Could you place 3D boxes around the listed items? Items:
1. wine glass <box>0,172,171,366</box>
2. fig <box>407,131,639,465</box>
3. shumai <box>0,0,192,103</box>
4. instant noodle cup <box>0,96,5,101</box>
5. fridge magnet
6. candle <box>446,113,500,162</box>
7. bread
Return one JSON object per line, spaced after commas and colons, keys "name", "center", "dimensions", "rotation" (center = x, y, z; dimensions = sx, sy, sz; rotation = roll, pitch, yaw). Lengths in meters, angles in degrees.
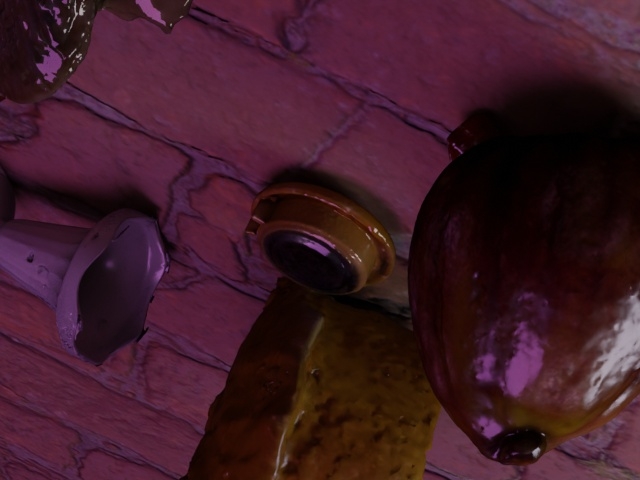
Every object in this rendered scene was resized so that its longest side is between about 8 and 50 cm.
{"name": "wine glass", "center": [-0.275, 0.023, 1.754], "dimensions": [0.196, 0.165, 0.165], "rotation": [19, 153, 20]}
{"name": "fig", "center": [0.175, 0.031, 1.307], "dimensions": [0.224, 0.263, 0.224], "rotation": [36, -168, -9]}
{"name": "shumai", "center": [-0.184, -0.211, 1.289], "dimensions": [0.153, 0.210, 0.161], "rotation": [-11, -171, -36]}
{"name": "instant noodle cup", "center": [-0.353, -0.229, 1.441], "dimensions": [0.274, 0.091, 0.274], "rotation": [19, 152, 11]}
{"name": "fridge magnet", "center": [0.000, 0.000, 1.580], "dimensions": [0.143, 0.063, 0.143], "rotation": [21, 150, 13]}
{"name": "candle", "center": [0.147, 0.006, 1.480], "dimensions": [0.048, 0.051, 0.329], "rotation": [23, 154, 27]}
{"name": "bread", "center": [-0.021, 0.225, 1.687], "dimensions": [0.215, 0.398, 0.398], "rotation": [20, 153, 0]}
